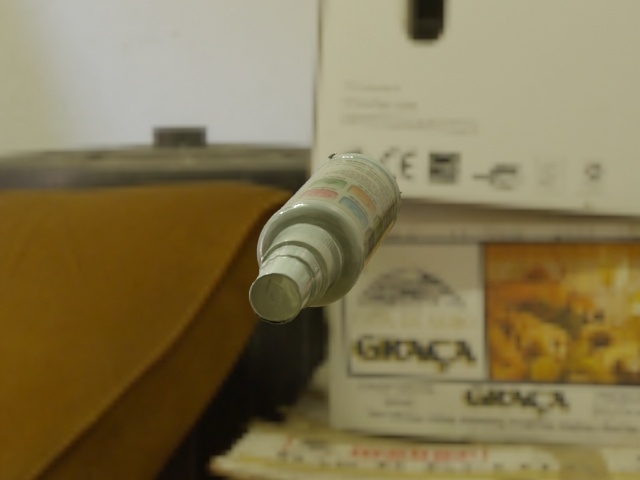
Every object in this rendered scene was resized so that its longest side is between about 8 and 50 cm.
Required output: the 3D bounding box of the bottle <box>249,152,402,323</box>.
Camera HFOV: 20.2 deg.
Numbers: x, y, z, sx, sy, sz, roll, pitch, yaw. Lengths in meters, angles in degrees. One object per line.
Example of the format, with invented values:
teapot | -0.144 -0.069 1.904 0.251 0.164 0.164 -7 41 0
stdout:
bottle | 0.000 0.000 0.965 0.060 0.060 0.217 1 13 11
